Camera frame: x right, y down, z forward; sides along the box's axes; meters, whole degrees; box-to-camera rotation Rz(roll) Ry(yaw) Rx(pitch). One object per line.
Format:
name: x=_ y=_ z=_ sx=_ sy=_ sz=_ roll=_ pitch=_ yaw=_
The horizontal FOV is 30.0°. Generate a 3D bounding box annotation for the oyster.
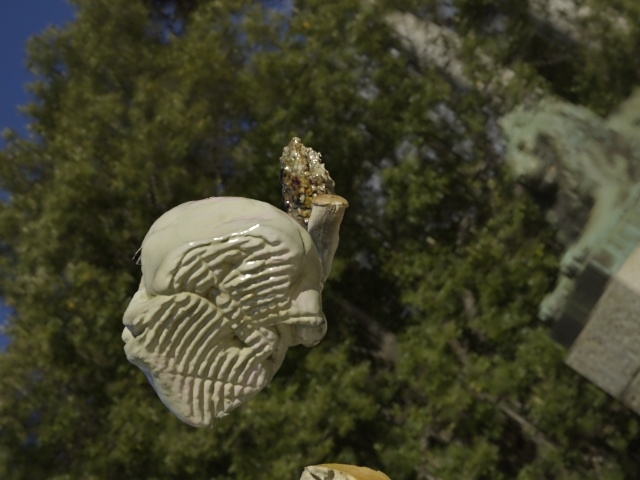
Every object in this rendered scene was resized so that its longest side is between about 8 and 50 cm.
oyster: x=-0.026 y=-0.097 z=2.086 sx=0.056 sy=0.105 sz=0.177 roll=13 pitch=-111 yaw=-59

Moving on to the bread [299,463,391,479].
bread: x=0.059 y=0.548 z=2.278 sx=0.224 sy=0.211 sz=0.184 roll=27 pitch=-78 yaw=-39

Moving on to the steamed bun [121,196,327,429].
steamed bun: x=-0.135 y=0.074 z=1.619 sx=0.320 sy=0.275 sz=0.206 roll=-44 pitch=25 yaw=14

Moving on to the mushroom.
mushroom: x=0.003 y=0.002 z=2.046 sx=0.054 sy=0.059 sz=0.202 roll=-62 pitch=-13 yaw=-49
